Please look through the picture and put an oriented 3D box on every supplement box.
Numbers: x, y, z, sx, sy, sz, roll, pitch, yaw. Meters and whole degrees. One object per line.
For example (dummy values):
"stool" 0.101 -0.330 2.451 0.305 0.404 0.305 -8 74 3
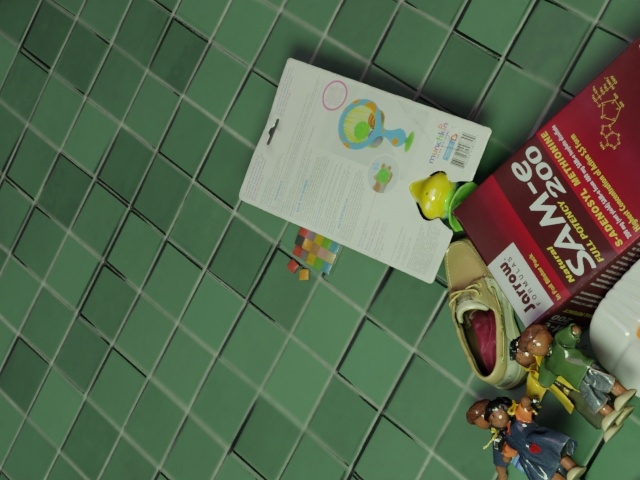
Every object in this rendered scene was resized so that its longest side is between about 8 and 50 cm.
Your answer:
"supplement box" 0.230 -0.047 1.236 0.239 0.073 0.130 -45 58 24

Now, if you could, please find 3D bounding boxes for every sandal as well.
"sandal" 0.304 0.017 1.164 0.102 0.076 0.265 51 127 21

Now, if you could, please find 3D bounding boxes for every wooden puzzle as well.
"wooden puzzle" 0.000 0.000 1.447 0.049 0.006 0.083 28 100 37

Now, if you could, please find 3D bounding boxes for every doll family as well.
"doll family" 0.169 0.130 1.226 0.111 0.076 0.193 38 125 20

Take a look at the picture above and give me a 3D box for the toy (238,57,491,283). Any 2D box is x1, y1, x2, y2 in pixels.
"toy" 0.044 -0.061 1.391 0.237 0.056 0.137 25 96 42

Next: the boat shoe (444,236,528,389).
"boat shoe" 0.131 0.056 1.313 0.050 0.045 0.135 -34 64 29
